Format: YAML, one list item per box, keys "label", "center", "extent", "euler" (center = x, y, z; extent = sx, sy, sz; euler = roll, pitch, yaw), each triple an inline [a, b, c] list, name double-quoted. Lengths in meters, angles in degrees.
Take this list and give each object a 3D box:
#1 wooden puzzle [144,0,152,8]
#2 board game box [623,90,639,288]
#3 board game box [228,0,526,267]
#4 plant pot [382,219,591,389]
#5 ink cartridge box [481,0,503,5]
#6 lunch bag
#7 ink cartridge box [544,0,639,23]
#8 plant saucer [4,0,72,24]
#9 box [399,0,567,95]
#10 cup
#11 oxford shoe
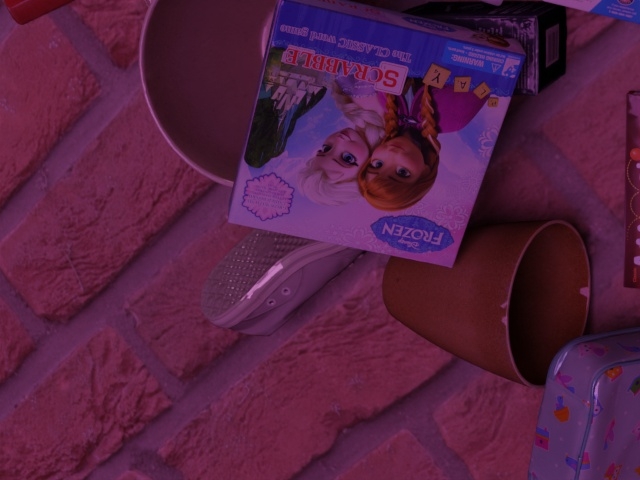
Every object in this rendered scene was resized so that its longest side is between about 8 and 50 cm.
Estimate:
- label: "wooden puzzle"
  center: [-0.250, -0.397, 1.854]
  extent: [0.078, 0.014, 0.116]
  euler: [-20, 98, 26]
- label: "board game box"
  center: [0.494, -0.065, 1.593]
  extent: [0.145, 0.027, 0.281]
  euler: [4, 109, 26]
- label: "board game box"
  center: [0.065, -0.140, 1.503]
  extent: [0.318, 0.066, 0.318]
  euler: [11, 118, -8]
- label: "plant pot"
  center: [0.226, 0.074, 1.679]
  extent: [0.254, 0.237, 0.237]
  euler: [9, 112, 40]
- label: "ink cartridge box"
  center: [0.147, -0.450, 1.476]
  extent: [0.289, 0.121, 0.211]
  euler: [12, 131, -21]
- label: "lunch bag"
  center: [0.416, 0.264, 1.640]
  extent: [0.108, 0.224, 0.279]
  euler: [36, 127, 50]
- label: "ink cartridge box"
  center: [0.377, -0.392, 1.491]
  extent: [0.139, 0.082, 0.191]
  euler: [15, 113, 5]
- label: "plant saucer"
  center: [-0.471, -0.515, 1.903]
  extent: [0.258, 0.048, 0.259]
  euler: [-16, 100, 30]
- label: "box"
  center: [0.218, -0.268, 1.587]
  extent: [0.207, 0.153, 0.108]
  euler: [5, 110, 26]
- label: "cup"
  center: [-0.062, -0.263, 1.677]
  extent: [0.331, 0.237, 0.331]
  euler: [9, 111, 23]
- label: "oxford shoe"
  center: [0.000, 0.000, 1.809]
  extent: [0.449, 0.169, 0.130]
  euler: [-40, 131, 23]
